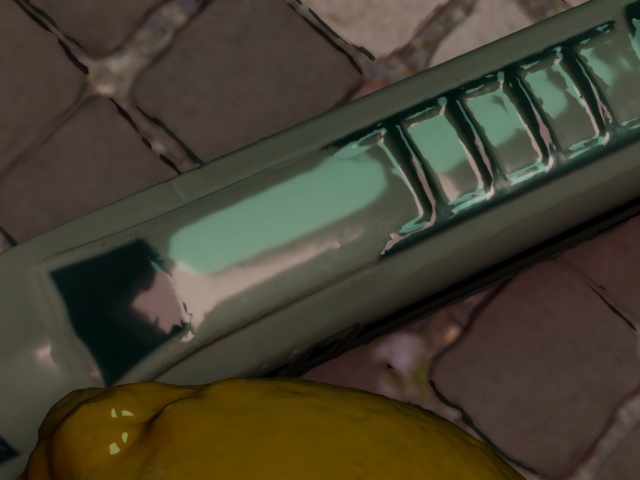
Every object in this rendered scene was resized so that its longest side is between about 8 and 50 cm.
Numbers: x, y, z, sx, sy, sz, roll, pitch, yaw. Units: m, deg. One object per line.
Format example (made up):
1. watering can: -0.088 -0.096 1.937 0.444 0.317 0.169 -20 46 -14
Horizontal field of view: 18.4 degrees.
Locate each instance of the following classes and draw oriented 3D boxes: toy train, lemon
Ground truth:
1. toy train: 0.000 0.000 0.741 0.407 0.088 0.086 -24 83 -20
2. lemon: -0.002 0.152 0.637 0.204 0.204 0.260 -39 88 -22
